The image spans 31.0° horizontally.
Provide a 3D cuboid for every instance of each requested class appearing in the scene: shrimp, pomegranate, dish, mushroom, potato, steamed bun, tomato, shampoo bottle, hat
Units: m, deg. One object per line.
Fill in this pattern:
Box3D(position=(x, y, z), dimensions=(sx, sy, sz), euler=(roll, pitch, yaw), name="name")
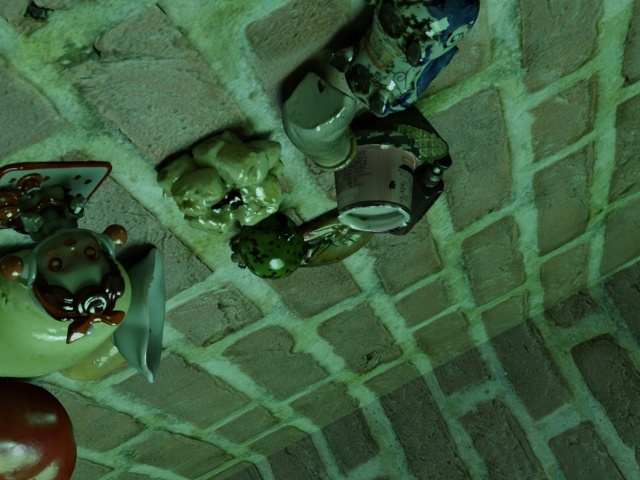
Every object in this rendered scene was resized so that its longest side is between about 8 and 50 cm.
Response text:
Box3D(position=(0.000, 0.000, 2.173), dimensions=(0.287, 0.063, 0.152), euler=(-14, 154, -40), name="shrimp")
Box3D(position=(-0.100, 0.013, 2.020), dimensions=(0.161, 0.122, 0.122), euler=(-13, 172, 37), name="pomegranate")
Box3D(position=(-0.313, 0.125, 1.943), dimensions=(0.081, 0.229, 0.229), euler=(2, 156, -1), name="dish")
Box3D(position=(-0.001, -0.175, 1.708), dimensions=(0.108, 0.096, 0.247), euler=(-23, 165, -3), name="mushroom")
Box3D(position=(-0.389, 0.183, 2.062), dimensions=(0.178, 0.109, 0.118), euler=(-30, 140, 7), name="potato")
Box3D(position=(-0.427, 0.126, 1.796), dimensions=(0.273, 0.166, 0.232), euler=(-3, 147, -49), name="steamed bun")
Box3D(position=(-0.589, 0.385, 2.118), dimensions=(0.299, 0.226, 0.298), euler=(-16, 129, -21), name="tomato")
Box3D(position=(0.188, -0.091, 2.188), dimensions=(0.067, 0.068, 0.236), euler=(-16, 159, -29), name="shampoo bottle")
Box3D(position=(0.148, -0.193, 1.910), dimensions=(0.146, 0.067, 0.146), euler=(14, 165, 4), name="hat")
Box3D(position=(-0.134, -0.082, 1.747), dimensions=(0.192, 0.106, 0.177), euler=(-29, 161, 1), name="steamed bun")

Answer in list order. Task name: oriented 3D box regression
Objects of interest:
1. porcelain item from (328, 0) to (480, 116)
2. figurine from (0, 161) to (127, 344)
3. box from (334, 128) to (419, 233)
Box3D(position=(0.137, -0.284, 1.567), dimensions=(0.186, 0.138, 0.288), euler=(-29, 164, -28), name="porcelain item")
Box3D(position=(-0.350, 0.031, 1.577), dimensions=(0.183, 0.226, 0.160), euler=(-6, 152, -45), name="figurine")
Box3D(position=(0.088, -0.092, 1.886), dimensions=(0.151, 0.135, 0.151), euler=(-1, 161, 0), name="box")
